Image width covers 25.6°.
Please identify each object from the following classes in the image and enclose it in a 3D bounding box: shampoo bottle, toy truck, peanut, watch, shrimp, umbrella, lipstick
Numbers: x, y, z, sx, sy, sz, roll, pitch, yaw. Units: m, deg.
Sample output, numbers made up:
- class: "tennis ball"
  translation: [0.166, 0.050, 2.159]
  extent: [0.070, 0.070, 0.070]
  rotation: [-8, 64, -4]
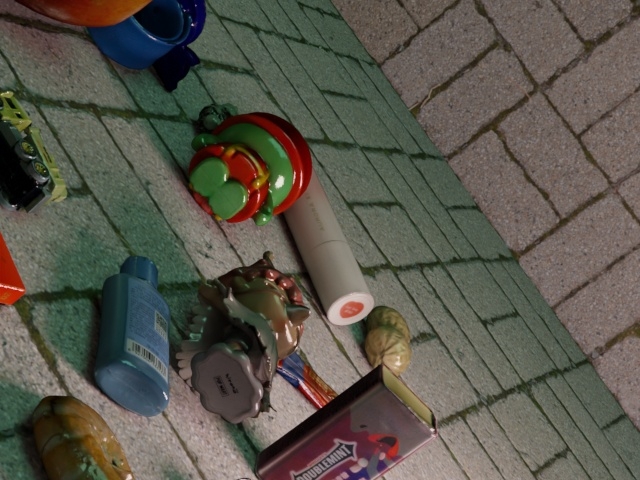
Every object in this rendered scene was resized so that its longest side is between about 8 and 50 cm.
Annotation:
- class: "shampoo bottle"
  translation: [-0.232, 0.109, 1.773]
  extent: [0.104, 0.061, 0.258]
  rotation: [42, 21, -26]
- class: "toy truck"
  translation: [-0.387, -0.113, 1.800]
  extent: [0.169, 0.077, 0.100]
  rotation: [55, 21, 14]
- class: "peanut"
  translation: [0.117, 0.173, 2.469]
  extent: [0.082, 0.082, 0.187]
  rotation: [46, 19, -16]
- class: "watch"
  translation: [-0.301, -0.374, 2.405]
  extent: [0.196, 0.171, 0.200]
  rotation: [56, 33, 10]
- class: "shrimp"
  translation: [-0.218, 0.283, 1.494]
  extent: [0.287, 0.063, 0.152]
  rotation: [58, 8, 22]
- class: "umbrella"
  translation: [-0.181, -0.215, 2.514]
  extent: [0.143, 0.067, 0.062]
  rotation: [-48, 129, -78]
- class: "lipstick"
  translation: [0.000, 0.000, 2.496]
  extent: [0.087, 0.087, 0.327]
  rotation: [32, 26, -46]

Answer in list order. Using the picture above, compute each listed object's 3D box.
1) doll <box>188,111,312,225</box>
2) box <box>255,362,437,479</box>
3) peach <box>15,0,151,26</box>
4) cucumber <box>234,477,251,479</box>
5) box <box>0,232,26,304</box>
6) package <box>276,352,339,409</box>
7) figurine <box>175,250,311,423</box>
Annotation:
- class: "doll"
  translation: [-0.102, -0.132, 2.386]
  extent: [0.182, 0.160, 0.363]
  rotation: [45, 18, 3]
- class: "box"
  translation: [0.034, 0.269, 1.849]
  extent: [0.120, 0.224, 0.069]
  rotation: [44, 20, -17]
- class: "peach"
  translation: [-0.382, -0.503, 2.168]
  extent: [0.406, 0.310, 0.335]
  rotation: [25, 64, -5]
- class: "cucumber"
  translation: [-0.084, 0.381, 1.610]
  extent: [0.067, 0.067, 0.245]
  rotation: [36, 25, -40]
- class: "box"
  translation: [-0.436, -0.008, 1.549]
  extent: [0.245, 0.035, 0.139]
  rotation: [21, 35, -56]
- class: "package"
  translation: [-0.016, 0.219, 2.143]
  extent: [0.200, 0.022, 0.083]
  rotation: [44, 19, -18]
- class: "figurine"
  translation: [-0.087, 0.118, 1.945]
  extent: [0.207, 0.166, 0.387]
  rotation: [65, 18, -14]
